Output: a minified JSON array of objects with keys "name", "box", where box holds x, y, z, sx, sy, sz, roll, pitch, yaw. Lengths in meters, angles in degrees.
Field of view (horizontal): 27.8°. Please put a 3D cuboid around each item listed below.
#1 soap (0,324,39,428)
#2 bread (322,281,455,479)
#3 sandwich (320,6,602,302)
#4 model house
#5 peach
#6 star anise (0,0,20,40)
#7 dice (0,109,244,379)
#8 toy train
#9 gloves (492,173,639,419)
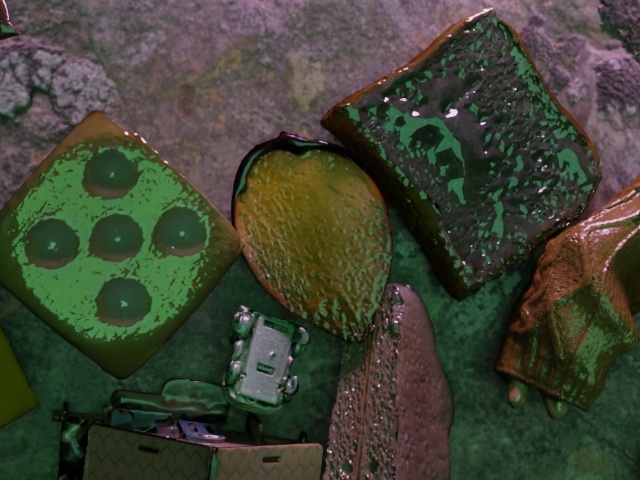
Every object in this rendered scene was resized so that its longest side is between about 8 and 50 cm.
[{"name":"soap","box":[-0.504,0.180,1.453,0.324,0.096,0.204,-32,109,-24]},{"name":"bread","box":[0.091,0.224,1.567,0.102,0.183,0.337,-11,54,28]},{"name":"sandwich","box":[0.194,-0.113,1.638,0.271,0.099,0.301,-37,94,-9]},{"name":"model house","box":[-0.154,0.264,1.499,0.326,0.244,0.169,9,93,-10]},{"name":"peach","box":[0.000,-0.001,1.594,0.189,0.068,0.279,-23,80,9]},{"name":"star anise","box":[-0.497,-0.283,1.509,0.227,0.148,0.219,-32,86,-2]},{"name":"dice","box":[-0.241,0.008,1.487,0.233,0.238,0.227,41,82,-6]},{"name":"toy train","box":[-0.072,0.141,1.566,0.099,0.081,0.149,16,59,-10]},{"name":"gloves","box":[0.339,0.065,1.625,0.155,0.203,0.356,31,78,10]}]
